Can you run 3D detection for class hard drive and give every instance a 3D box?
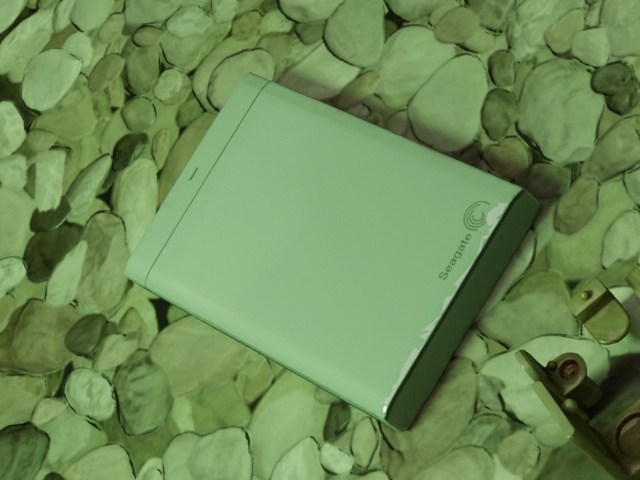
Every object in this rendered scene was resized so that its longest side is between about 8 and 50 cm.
[{"bbox_3d":[0.000,0.000,1.745,0.353,0.047,0.233,26,82,39],"label":"hard drive"}]

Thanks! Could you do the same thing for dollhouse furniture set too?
[{"bbox_3d":[0.238,0.077,1.494,0.151,0.123,0.144,-40,50,9],"label":"dollhouse furniture set"}]
